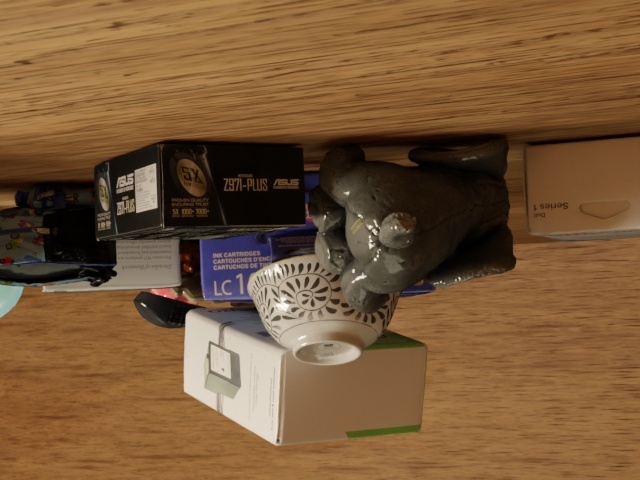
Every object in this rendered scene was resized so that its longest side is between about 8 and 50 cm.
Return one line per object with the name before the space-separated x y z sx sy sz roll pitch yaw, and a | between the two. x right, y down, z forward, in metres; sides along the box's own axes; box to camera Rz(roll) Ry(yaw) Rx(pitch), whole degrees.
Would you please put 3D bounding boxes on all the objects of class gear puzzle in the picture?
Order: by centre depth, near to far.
gear puzzle | -0.146 0.034 1.800 0.175 0.044 0.339 -9 -154 -24

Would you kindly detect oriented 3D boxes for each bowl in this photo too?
bowl | 0.006 0.084 1.301 0.170 0.080 0.170 -1 154 0

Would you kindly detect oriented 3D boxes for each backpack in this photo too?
backpack | -0.327 -0.003 1.407 0.173 0.117 0.158 -2 177 -14

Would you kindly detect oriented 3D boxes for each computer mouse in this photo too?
computer mouse | -0.156 0.114 1.691 0.242 0.041 0.071 18 173 -37

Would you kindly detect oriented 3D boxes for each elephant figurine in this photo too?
elephant figurine | 0.122 -0.035 1.175 0.239 0.186 0.169 -12 138 -23

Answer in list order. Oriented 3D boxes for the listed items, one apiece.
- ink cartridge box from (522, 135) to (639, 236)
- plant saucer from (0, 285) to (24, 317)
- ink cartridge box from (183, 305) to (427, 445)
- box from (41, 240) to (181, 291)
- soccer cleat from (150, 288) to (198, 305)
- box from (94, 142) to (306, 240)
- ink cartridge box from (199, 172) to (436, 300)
ink cartridge box | 0.309 -0.050 1.259 0.160 0.092 0.219 -4 176 20
plant saucer | -0.572 0.045 1.684 0.317 0.043 0.317 -7 148 -4
ink cartridge box | -0.027 0.157 1.505 0.198 0.115 0.273 -1 -173 -29
box | -0.285 0.009 1.645 0.182 0.119 0.181 -2 177 -11
soccer cleat | -0.144 0.046 1.904 0.248 0.095 0.083 -14 158 -13
box | -0.120 -0.044 1.176 0.147 0.077 0.180 0 177 -29
ink cartridge box | 0.000 0.000 1.482 0.270 0.151 0.395 -3 175 2
